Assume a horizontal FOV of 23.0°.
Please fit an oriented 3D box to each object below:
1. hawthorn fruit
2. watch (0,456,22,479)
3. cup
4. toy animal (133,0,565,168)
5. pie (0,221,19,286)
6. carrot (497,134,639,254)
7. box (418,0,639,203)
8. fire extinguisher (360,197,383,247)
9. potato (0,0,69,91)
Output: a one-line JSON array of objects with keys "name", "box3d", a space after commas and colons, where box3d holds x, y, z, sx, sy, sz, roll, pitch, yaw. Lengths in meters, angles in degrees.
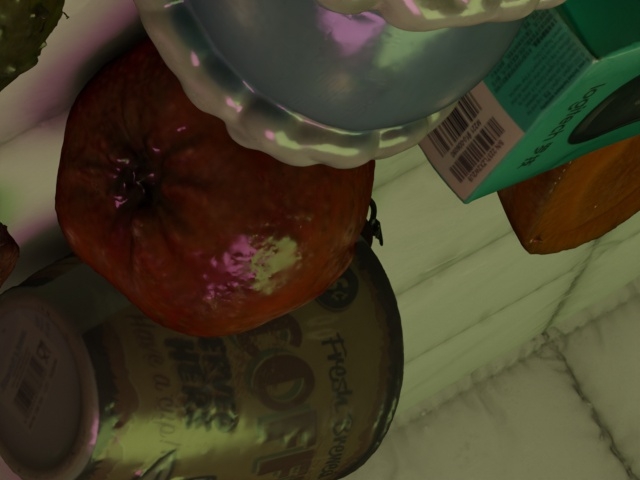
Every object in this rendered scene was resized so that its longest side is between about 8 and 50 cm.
[{"name": "hawthorn fruit", "box3d": [-0.048, -0.035, 0.896, 0.179, 0.179, 0.200, -36, 163, 21]}, {"name": "watch", "box3d": [-0.225, 0.214, 1.395, 0.218, 0.210, 0.248, -22, 174, -1]}, {"name": "cup", "box3d": [-0.089, 0.054, 1.109, 0.257, 0.227, 0.301, -7, 124, -49]}, {"name": "toy animal", "box3d": [0.031, -0.138, 0.746, 0.208, 0.156, 0.204, -25, 169, -37]}, {"name": "pie", "box3d": [-0.254, 0.055, 0.949, 0.182, 0.049, 0.182, -44, 179, -1]}, {"name": "carrot", "box3d": [0.283, -0.100, 1.510, 0.258, 0.100, 0.307, -30, 164, -14]}, {"name": "box", "box3d": [0.230, -0.159, 1.152, 0.311, 0.118, 0.205, -21, 165, -32]}, {"name": "fire extinguisher", "box3d": [0.000, 0.000, 1.390, 0.157, 0.045, 0.078, -20, 141, -32]}, {"name": "potato", "box3d": [-0.205, -0.070, 0.625, 0.226, 0.090, 0.117, -27, 151, -2]}]
